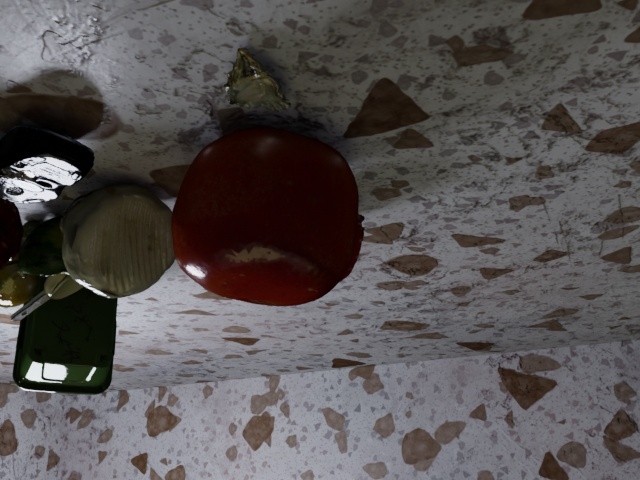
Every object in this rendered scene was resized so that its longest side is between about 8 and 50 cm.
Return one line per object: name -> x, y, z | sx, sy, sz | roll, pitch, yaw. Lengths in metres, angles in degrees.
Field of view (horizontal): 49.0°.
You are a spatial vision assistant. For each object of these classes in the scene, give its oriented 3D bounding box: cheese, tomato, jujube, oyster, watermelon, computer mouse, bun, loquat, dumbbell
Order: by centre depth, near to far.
oyster -> -0.102, -0.226, 1.063 | 0.121, 0.045, 0.146 | -23, 156, 39
computer mouse -> -0.495, -0.140, 1.225 | 0.233, 0.096, 0.137 | -18, 157, 31
tomato -> -0.089, -0.037, 1.235 | 0.325, 0.293, 0.290 | 26, 160, -30
jujube -> -0.677, -0.028, 1.364 | 0.197, 0.197, 0.290 | 10, 163, -22
bun -> -0.413, -0.003, 1.425 | 0.239, 0.239, 0.141 | 16, -179, -34
watermelon -> -0.558, 0.009, 1.536 | 0.232, 0.127, 0.204 | 5, -165, 38
dumbbell -> -0.643, -0.005, 1.631 | 0.052, 0.046, 0.118 | 1, 160, 11
loquat -> -0.771, 0.090, 1.732 | 0.152, 0.152, 0.195 | 19, 145, -39
cheese -> -0.657, 0.118, 1.742 | 0.251, 0.054, 0.127 | -38, 161, -12

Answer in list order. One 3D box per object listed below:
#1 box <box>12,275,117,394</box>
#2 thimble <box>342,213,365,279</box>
box -> -0.663, 0.223, 1.865 | 0.252, 0.329, 0.178 | 8, 145, -22
thimble -> -0.003, 0.005, 1.488 | 0.125, 0.163, 0.189 | 13, 155, -26
